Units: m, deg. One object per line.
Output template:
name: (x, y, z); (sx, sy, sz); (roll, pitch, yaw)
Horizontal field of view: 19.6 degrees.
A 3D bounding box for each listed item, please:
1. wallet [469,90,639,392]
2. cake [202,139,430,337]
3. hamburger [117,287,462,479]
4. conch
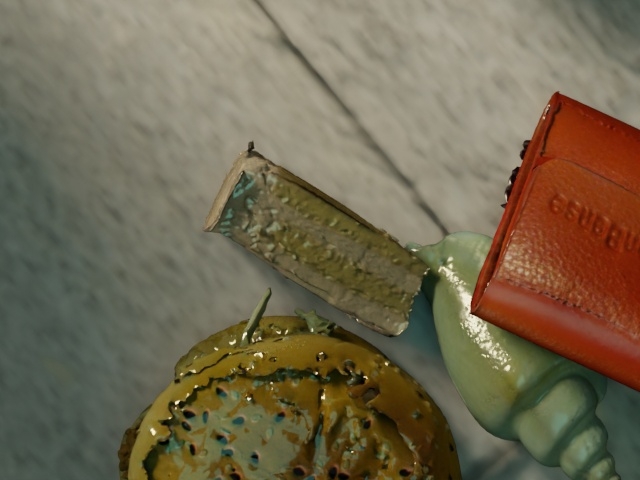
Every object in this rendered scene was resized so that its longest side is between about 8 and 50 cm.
wallet: (0.189, 0.019, 0.952); (0.204, 0.045, 0.142); (25, 62, -4)
cake: (0.000, 0.000, 0.966); (0.121, 0.065, 0.052); (31, 93, -13)
hamburger: (-0.017, 0.117, 0.941); (0.177, 0.113, 0.185); (-5, 95, 0)
conch: (0.112, 0.062, 0.963); (0.088, 0.065, 0.180); (-36, 78, 3)
